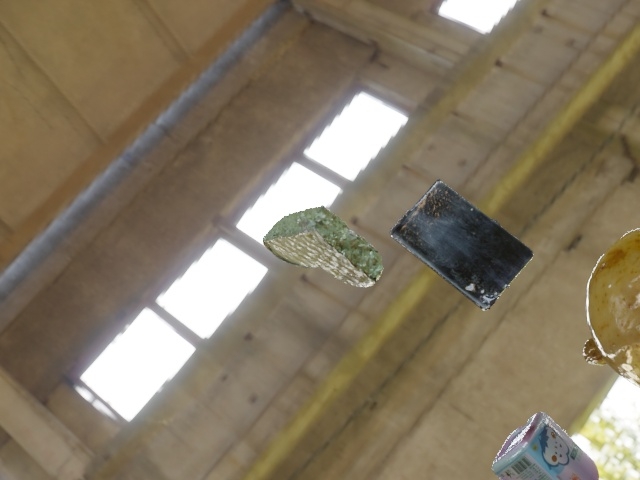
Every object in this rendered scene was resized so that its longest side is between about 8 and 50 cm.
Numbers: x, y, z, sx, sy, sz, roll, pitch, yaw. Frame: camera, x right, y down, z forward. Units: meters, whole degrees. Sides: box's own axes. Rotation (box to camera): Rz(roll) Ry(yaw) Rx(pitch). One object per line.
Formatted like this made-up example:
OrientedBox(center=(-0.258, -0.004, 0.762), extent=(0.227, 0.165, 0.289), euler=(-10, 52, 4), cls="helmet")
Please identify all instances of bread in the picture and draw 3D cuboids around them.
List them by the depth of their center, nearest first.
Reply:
OrientedBox(center=(0.000, 0.000, 2.031), extent=(0.064, 0.232, 0.172), euler=(-62, -24, -25), cls="bread")

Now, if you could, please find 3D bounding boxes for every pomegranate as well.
OrientedBox(center=(0.731, 0.160, 2.554), extent=(0.410, 0.410, 0.410), euler=(-29, -45, -33), cls="pomegranate")

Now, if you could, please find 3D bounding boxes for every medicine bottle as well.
OrientedBox(center=(0.376, 0.379, 1.873), extent=(0.094, 0.188, 0.119), euler=(-47, -4, 34), cls="medicine bottle")

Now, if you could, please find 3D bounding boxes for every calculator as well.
OrientedBox(center=(0.284, 0.008, 2.375), extent=(0.161, 0.262, 0.021), euler=(-47, -18, -7), cls="calculator")
